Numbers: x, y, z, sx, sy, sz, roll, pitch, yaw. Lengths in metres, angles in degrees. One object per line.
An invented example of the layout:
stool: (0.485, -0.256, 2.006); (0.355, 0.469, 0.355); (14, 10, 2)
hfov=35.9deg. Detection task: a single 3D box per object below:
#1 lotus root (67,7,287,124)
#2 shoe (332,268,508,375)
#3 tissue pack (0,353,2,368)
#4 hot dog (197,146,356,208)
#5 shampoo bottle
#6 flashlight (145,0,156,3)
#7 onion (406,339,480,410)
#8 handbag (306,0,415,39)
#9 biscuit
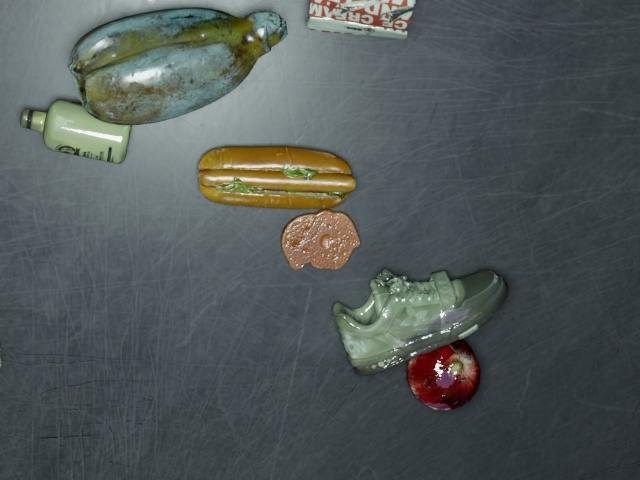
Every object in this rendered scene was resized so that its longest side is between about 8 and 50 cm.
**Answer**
lotus root: (-0.205, -0.264, 1.460); (0.322, 0.140, 0.158); (-16, 66, -12)
shoe: (0.154, 0.100, 1.621); (0.293, 0.109, 0.149); (-30, 113, 5)
tissue pack: (-0.623, 0.150, 1.534); (0.222, 0.090, 0.186); (-14, 104, -6)
hot dog: (-0.069, -0.097, 1.560); (0.249, 0.068, 0.100); (1, 106, -8)
shampoo bottle: (-0.369, -0.168, 1.490); (0.162, 0.079, 0.079); (11, 103, -12)
flashlight: (-0.258, -0.409, 1.466); (0.052, 0.031, 0.110); (13, 103, -11)
onion: (0.205, 0.220, 1.662); (0.131, 0.131, 0.131); (-2, 105, -8)
handbag: (0.072, -0.448, 1.455); (0.171, 0.151, 0.298); (10, 112, -5)
biscuit: (0.000, 0.000, 1.621); (0.130, 0.019, 0.102); (-6, 105, -6)
